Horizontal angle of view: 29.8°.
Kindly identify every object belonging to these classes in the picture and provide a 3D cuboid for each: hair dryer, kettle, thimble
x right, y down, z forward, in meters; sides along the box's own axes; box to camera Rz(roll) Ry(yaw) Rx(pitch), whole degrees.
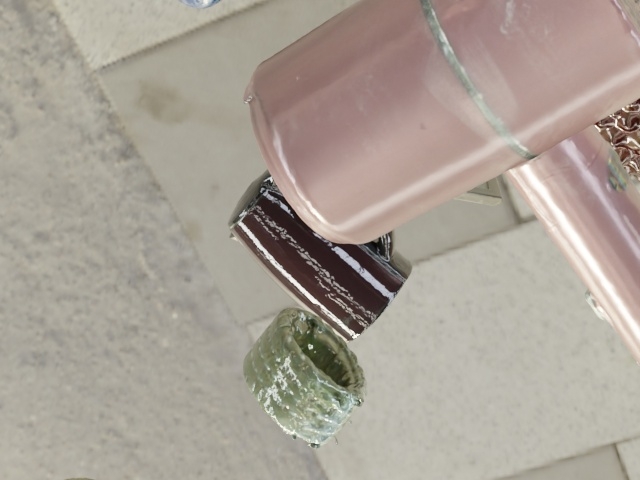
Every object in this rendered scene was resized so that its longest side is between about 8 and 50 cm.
[{"bbox_3d":[0.137,-0.010,0.714,0.210,0.125,0.352,-29,115,21],"label":"hair dryer"},{"bbox_3d":[0.000,0.000,1.575,0.232,0.144,0.202,39,135,-11],"label":"kettle"},{"bbox_3d":[-0.010,0.109,0.959,0.084,0.110,0.062,13,122,-48],"label":"thimble"}]

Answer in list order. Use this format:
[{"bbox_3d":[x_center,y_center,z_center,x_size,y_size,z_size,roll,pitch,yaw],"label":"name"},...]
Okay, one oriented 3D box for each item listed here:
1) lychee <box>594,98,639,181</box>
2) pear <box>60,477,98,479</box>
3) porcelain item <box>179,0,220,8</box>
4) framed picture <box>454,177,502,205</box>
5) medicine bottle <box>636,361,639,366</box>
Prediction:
[{"bbox_3d":[0.345,-0.223,1.296,0.306,0.306,0.330,3,113,-1],"label":"lychee"},{"bbox_3d":[-0.250,0.355,1.097,0.164,0.238,0.255,19,117,-4],"label":"pear"},{"bbox_3d":[-0.126,-0.336,1.305,0.114,0.147,0.147,-36,122,-24],"label":"porcelain item"},{"bbox_3d":[0.099,-0.154,1.495,0.213,0.289,0.016,8,130,-13],"label":"framed picture"},{"bbox_3d":[0.446,0.139,1.501,0.091,0.058,0.058,11,126,31],"label":"medicine bottle"}]
